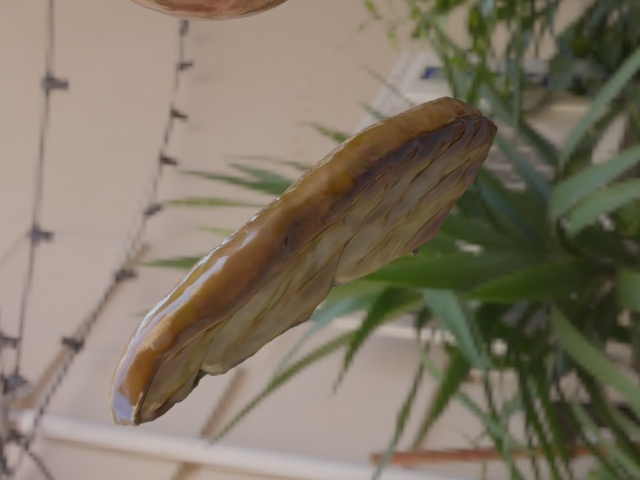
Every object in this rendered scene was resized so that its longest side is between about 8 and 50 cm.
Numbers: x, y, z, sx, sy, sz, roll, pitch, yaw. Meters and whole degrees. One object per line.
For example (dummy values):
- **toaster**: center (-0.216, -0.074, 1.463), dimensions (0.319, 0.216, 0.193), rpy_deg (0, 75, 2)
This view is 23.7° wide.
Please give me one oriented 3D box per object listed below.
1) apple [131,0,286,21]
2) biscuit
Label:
- **apple**: center (-0.062, -0.225, 0.897), dimensions (0.174, 0.188, 0.188), rpy_deg (159, 122, -64)
- **biscuit**: center (0.001, -0.002, 0.880), dimensions (0.299, 0.045, 0.154), rpy_deg (-31, -22, -44)
